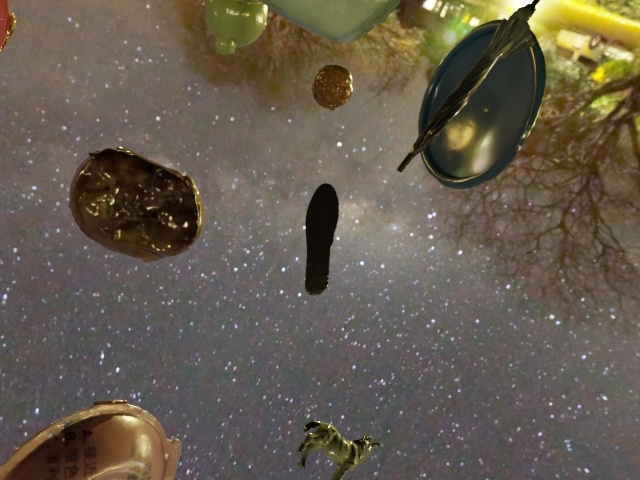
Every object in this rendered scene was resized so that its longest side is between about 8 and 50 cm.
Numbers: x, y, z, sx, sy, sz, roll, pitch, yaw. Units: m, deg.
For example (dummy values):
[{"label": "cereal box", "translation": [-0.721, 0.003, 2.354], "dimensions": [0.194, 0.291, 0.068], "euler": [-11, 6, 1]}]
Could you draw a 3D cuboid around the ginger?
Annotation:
[{"label": "ginger", "translation": [-0.365, -0.067, 0.879], "dimensions": [0.269, 0.201, 0.223], "euler": [22, -178, -10]}]

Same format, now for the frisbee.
[{"label": "frisbee", "translation": [0.280, -0.234, 0.769], "dimensions": [0.049, 0.290, 0.290], "euler": [6, -145, -26]}]

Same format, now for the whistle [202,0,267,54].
[{"label": "whistle", "translation": [-0.128, -0.426, 0.670], "dimensions": [0.106, 0.289, 0.131], "euler": [19, -131, 0]}]

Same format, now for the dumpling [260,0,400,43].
[{"label": "dumpling", "translation": [0.000, -0.302, 0.451], "dimensions": [0.216, 0.149, 0.105], "euler": [10, -150, -30]}]

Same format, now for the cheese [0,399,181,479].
[{"label": "cheese", "translation": [-0.250, 0.240, 0.382], "dimensions": [0.074, 0.189, 0.285], "euler": [10, 180, 39]}]

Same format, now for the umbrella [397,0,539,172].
[{"label": "umbrella", "translation": [0.175, -0.178, 0.464], "dimensions": [0.044, 0.269, 0.044], "euler": [43, -168, 31]}]

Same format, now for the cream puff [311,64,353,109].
[{"label": "cream puff", "translation": [0.032, -0.465, 1.318], "dimensions": [0.126, 0.144, 0.103], "euler": [40, -124, -6]}]

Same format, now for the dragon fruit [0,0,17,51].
[{"label": "dragon fruit", "translation": [-0.506, -0.290, 0.521], "dimensions": [0.223, 0.227, 0.224], "euler": [29, -173, -4]}]

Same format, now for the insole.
[{"label": "insole", "translation": [0.000, 0.000, 1.214], "dimensions": [0.109, 0.323, 0.007], "euler": [-2, -166, -30]}]

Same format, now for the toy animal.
[{"label": "toy animal", "translation": [0.043, 0.508, 1.050], "dimensions": [0.217, 0.073, 0.176], "euler": [49, -130, -10]}]
